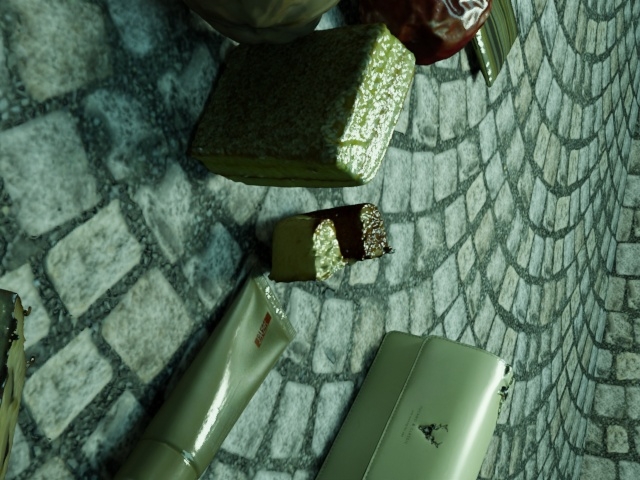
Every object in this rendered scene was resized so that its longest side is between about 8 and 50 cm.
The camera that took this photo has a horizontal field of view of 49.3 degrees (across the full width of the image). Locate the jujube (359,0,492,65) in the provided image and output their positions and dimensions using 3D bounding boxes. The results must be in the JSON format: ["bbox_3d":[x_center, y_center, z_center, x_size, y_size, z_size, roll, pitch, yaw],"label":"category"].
[{"bbox_3d":[0.168,-0.400,1.082,0.213,0.213,0.232,39,57,-51],"label":"jujube"}]

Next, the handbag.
[{"bbox_3d":[0.166,0.348,1.208,0.358,0.237,0.160,-59,141,-29],"label":"handbag"}]

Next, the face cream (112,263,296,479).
[{"bbox_3d":[-0.133,0.189,0.895,0.137,0.084,0.341,62,40,-27],"label":"face cream"}]

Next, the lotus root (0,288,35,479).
[{"bbox_3d":[-0.293,0.158,0.583,0.074,0.170,0.260,13,88,-13],"label":"lotus root"}]

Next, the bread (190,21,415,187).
[{"bbox_3d":[-0.021,-0.156,0.840,0.110,0.234,0.184,39,65,-49],"label":"bread"}]

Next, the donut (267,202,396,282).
[{"bbox_3d":[-0.001,0.001,0.991,0.217,0.141,0.085,-21,104,-61],"label":"donut"}]

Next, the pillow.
[{"bbox_3d":[0.365,-0.470,1.492,0.212,0.052,0.208,-60,137,-32],"label":"pillow"}]

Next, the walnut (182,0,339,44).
[{"bbox_3d":[-0.062,-0.352,0.748,0.273,0.227,0.273,-8,100,-54],"label":"walnut"}]
